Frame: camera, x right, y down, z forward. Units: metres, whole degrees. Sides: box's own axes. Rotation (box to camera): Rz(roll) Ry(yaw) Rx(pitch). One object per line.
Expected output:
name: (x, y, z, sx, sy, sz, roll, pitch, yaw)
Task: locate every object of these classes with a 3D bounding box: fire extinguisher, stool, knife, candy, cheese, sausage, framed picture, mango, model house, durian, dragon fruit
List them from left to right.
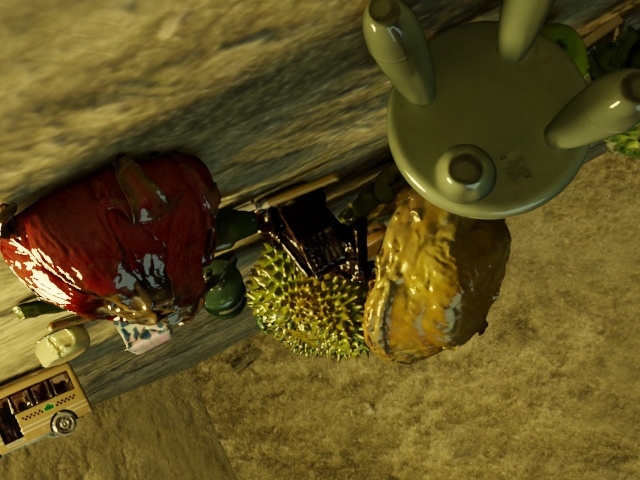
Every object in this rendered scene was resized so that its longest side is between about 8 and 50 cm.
cheese: (-0.462, 0.194, 1.486, 0.092, 0.047, 0.171, -19, 171, -33)
sausage: (-0.406, 0.132, 1.363, 0.015, 0.015, 0.100, -30, 170, 35)
dragon fruit: (-0.187, 0.023, 0.821, 0.218, 0.148, 0.224, -23, 172, -12)
candy: (-0.342, 0.170, 1.610, 0.092, 0.073, 0.160, -28, 172, -11)
fire extinguisher: (-0.180, 0.083, 1.488, 0.118, 0.093, 0.294, -50, 176, -10)
knife: (-0.094, -0.046, 1.121, 0.256, 0.022, 0.046, -21, -178, 3)
model house: (-0.009, 0.005, 1.221, 0.141, 0.164, 0.203, -33, 169, 19)
durian: (-0.009, 0.092, 1.442, 0.225, 0.291, 0.291, -31, 173, -8)
stool: (0.149, -0.127, 0.717, 0.195, 0.195, 0.199, -26, 170, 4)
mango: (0.224, -0.183, 0.948, 0.163, 0.089, 0.117, -29, 171, 29)
framed picture: (0.350, -0.230, 1.202, 0.184, 0.016, 0.250, -35, 168, 14)

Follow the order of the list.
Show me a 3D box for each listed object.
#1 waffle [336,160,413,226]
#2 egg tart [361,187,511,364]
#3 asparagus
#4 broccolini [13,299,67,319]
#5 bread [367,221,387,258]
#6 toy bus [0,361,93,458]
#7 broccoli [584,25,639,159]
waffle: (0.173, -0.108, 1.378, 0.317, 0.073, 0.297, -33, 169, 32)
egg tart: (0.205, 0.052, 1.317, 0.339, 0.153, 0.351, 8, 108, -63)
asparagus: (-0.204, 0.012, 0.990, 0.287, 0.080, 0.080, -27, 175, -36)
broccolini: (-0.338, 0.079, 1.210, 0.057, 0.071, 0.254, 19, -169, 32)
bread: (0.095, 0.001, 1.845, 0.116, 0.077, 0.200, -24, 171, 4)
toy bus: (-0.627, 0.362, 1.699, 0.289, 0.157, 0.139, -23, 177, -30)
broccoli: (0.479, -0.234, 0.985, 0.375, 0.302, 0.249, -5, -148, 44)
